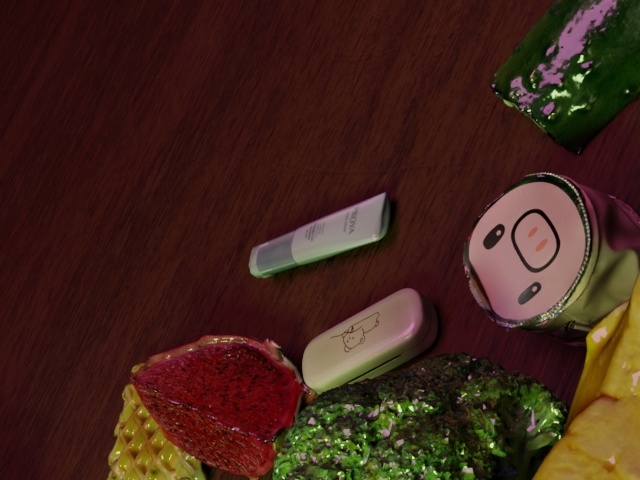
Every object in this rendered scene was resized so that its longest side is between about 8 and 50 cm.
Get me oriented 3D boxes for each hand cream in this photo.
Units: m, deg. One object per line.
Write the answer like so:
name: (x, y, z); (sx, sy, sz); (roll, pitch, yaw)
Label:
hand cream: (0.000, 0.000, 1.713); (0.255, 0.048, 0.079); (-22, 49, 40)

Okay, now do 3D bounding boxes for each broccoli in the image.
broccoli: (0.099, 0.268, 1.210); (0.413, 0.310, 0.321); (124, 157, -77)

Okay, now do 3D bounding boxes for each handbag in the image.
handbag: (0.259, 0.019, 1.325); (0.179, 0.116, 0.205); (-47, 39, 20)

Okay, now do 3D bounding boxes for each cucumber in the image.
cucumber: (0.348, -0.262, 1.429); (0.325, 0.105, 0.145); (-47, 37, 14)

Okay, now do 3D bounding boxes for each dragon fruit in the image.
dragon fruit: (-0.104, 0.221, 1.641); (0.274, 0.126, 0.161); (17, 48, 30)

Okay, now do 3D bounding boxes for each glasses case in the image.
glasses case: (0.061, 0.132, 1.535); (0.196, 0.050, 0.083); (-33, 40, 27)

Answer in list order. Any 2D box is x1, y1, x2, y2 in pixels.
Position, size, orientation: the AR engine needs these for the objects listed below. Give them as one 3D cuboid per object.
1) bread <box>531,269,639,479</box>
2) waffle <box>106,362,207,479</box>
bread: (0.364, 0.179, 0.987); (0.394, 0.250, 0.361); (10, 72, 57)
waffle: (-0.232, 0.279, 1.801); (0.261, 0.056, 0.250); (-18, 53, 41)
